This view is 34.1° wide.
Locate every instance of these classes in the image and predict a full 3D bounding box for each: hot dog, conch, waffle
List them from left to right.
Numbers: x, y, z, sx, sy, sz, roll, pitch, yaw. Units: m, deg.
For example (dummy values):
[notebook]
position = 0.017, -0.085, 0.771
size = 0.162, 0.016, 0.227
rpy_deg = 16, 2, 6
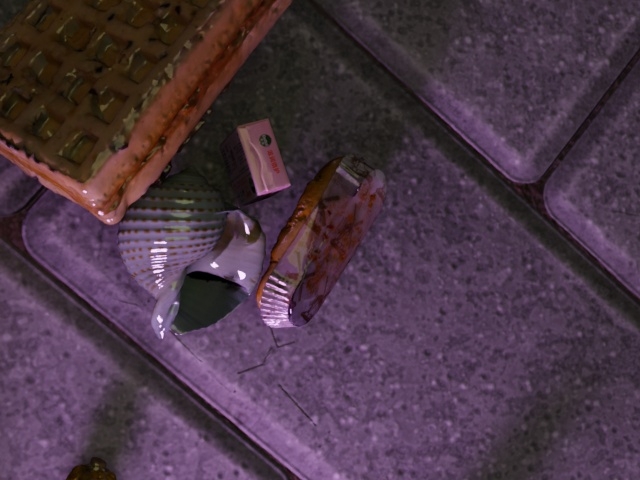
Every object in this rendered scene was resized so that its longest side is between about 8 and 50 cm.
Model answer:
[waffle]
position = -0.233, -0.229, 1.228
size = 0.261, 0.114, 0.376
rpy_deg = 28, 74, 27
[conch]
position = -0.169, 0.007, 1.265
size = 0.172, 0.131, 0.200
rpy_deg = 3, 120, -42
[hot dog]
position = 0.000, 0.000, 1.323
size = 0.069, 0.131, 0.253
rpy_deg = 24, 78, 31

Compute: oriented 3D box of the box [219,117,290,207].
[box]
position = -0.084, -0.095, 1.300
size = 0.043, 0.125, 0.089
rpy_deg = -18, 91, -17

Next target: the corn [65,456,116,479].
[corn]
position = -0.292, 0.359, 1.228
size = 0.068, 0.068, 0.207
rpy_deg = 18, 79, -13
